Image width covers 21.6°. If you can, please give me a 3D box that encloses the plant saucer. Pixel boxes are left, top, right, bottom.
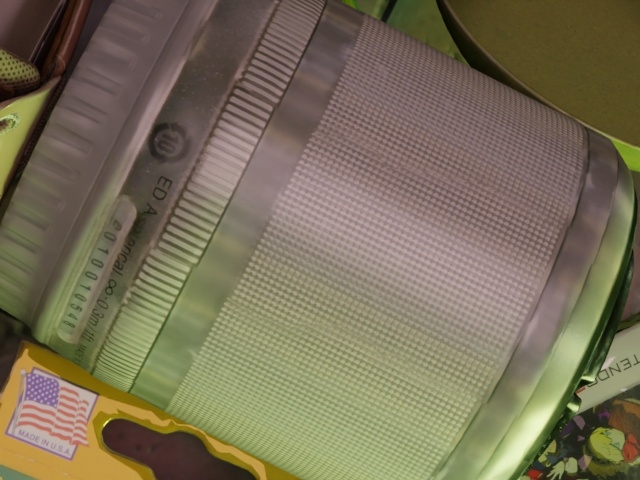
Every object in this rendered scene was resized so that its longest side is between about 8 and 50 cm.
[{"bbox_3d":[0.164,-0.114,0.953,0.241,0.037,0.241,16,41,-14],"label":"plant saucer"}]

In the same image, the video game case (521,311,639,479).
[{"bbox_3d":[0.186,0.171,0.976,0.210,0.042,0.232,-23,89,-16],"label":"video game case"}]

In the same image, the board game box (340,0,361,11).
[{"bbox_3d":[-0.052,-0.165,0.953,0.092,0.043,0.181,-29,91,-17],"label":"board game box"}]

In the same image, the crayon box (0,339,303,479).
[{"bbox_3d":[-0.128,0.239,0.863,0.203,0.083,0.323,24,78,-11],"label":"crayon box"}]

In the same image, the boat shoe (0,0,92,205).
[{"bbox_3d":[-0.177,-0.067,0.737,0.123,0.116,0.324,23,79,-19],"label":"boat shoe"}]

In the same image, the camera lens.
[{"bbox_3d":[0.000,0.000,0.825,0.274,0.219,0.219,27,77,-5],"label":"camera lens"}]
